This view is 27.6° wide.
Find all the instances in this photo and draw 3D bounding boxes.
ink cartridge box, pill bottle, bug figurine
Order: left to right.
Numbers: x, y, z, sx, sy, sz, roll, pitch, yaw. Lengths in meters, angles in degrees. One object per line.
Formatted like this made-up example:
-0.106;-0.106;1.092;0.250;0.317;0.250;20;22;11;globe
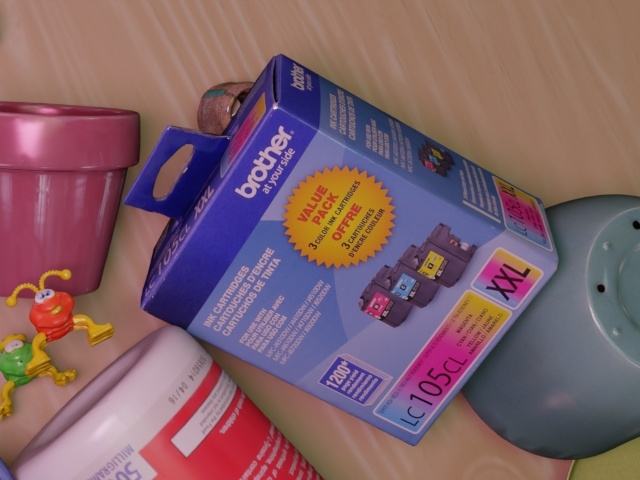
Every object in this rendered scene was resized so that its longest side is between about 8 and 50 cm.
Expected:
-0.336;0.130;1.217;0.279;0.216;0.072;-27;77;-21;bug figurine
-0.090;0.300;1.275;0.229;0.229;0.407;-45;98;-19;pill bottle
0.000;0.000;1.328;0.395;0.151;0.270;28;113;-13;ink cartridge box

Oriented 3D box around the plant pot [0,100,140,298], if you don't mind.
-0.279;-0.042;1.282;0.201;0.201;0.180;0;98;-20;plant pot

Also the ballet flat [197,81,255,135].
0.010;-0.077;1.428;0.316;0.106;0.107;26;73;-15;ballet flat

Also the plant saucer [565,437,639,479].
0.384;0.319;1.545;0.241;0.037;0.241;4;79;-20;plant saucer

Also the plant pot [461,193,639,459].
0.315;0.082;1.428;0.293;0.235;0.293;5;73;-17;plant pot

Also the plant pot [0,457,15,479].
-0.367;0.343;1.125;0.212;0.236;0.236;-11;121;15;plant pot
